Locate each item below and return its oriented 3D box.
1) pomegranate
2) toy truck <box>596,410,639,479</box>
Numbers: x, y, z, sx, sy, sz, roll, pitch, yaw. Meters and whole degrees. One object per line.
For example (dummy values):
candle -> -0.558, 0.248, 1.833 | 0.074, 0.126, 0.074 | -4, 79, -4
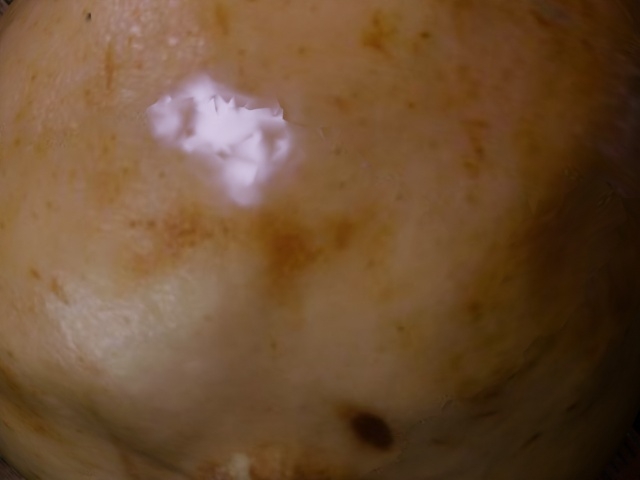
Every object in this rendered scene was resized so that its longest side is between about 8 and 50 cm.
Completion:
pomegranate -> 0.004, -0.018, 0.694 | 0.307, 0.307, 0.307 | 33, 147, 25
toy truck -> 0.093, 0.088, 0.889 | 0.083, 0.092, 0.192 | 51, 159, -3
